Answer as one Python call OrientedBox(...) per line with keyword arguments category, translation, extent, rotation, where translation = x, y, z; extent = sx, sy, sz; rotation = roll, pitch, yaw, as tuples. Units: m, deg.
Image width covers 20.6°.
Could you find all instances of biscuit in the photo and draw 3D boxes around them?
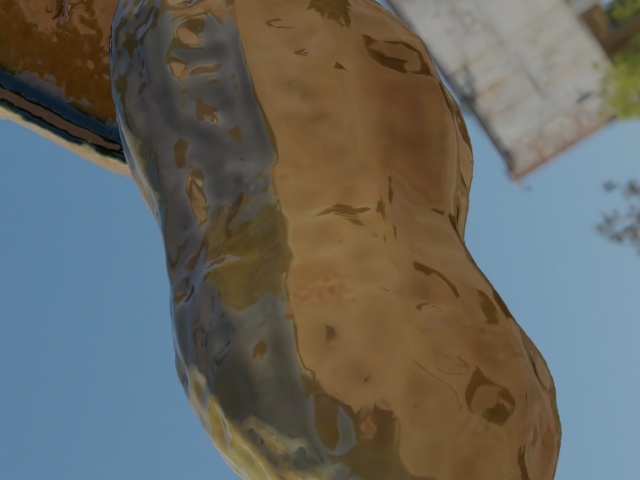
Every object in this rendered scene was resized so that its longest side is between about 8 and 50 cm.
OrientedBox(category="biscuit", translation=(-0.150, -0.175, 1.156), extent=(0.057, 0.344, 0.287), rotation=(42, -146, -75))

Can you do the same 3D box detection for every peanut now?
OrientedBox(category="peanut", translation=(0.000, 0.000, 0.720), extent=(0.149, 0.149, 0.313), rotation=(35, -151, -46))
